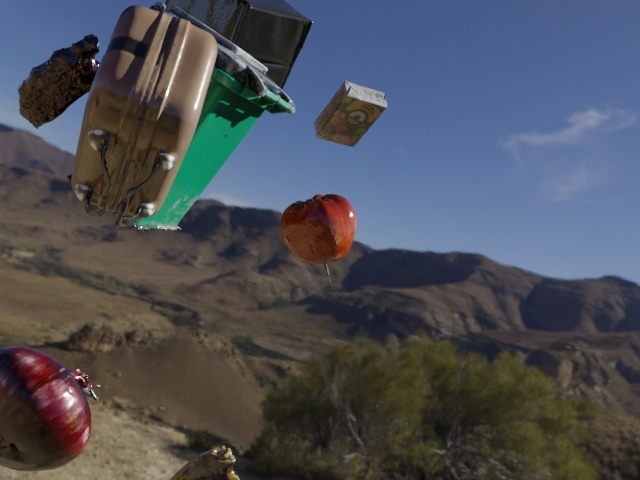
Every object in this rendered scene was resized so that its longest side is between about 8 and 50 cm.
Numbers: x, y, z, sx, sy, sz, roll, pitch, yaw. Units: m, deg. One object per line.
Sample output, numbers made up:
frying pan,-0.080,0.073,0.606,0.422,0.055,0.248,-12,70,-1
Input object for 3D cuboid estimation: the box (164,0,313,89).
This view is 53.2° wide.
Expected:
box,-0.223,-0.517,1.581,0.204,0.251,0.345,-1,40,-42

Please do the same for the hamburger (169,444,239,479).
hamburger,-0.180,0.398,0.913,0.131,0.262,0.124,-7,47,-21

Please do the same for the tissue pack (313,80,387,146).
tissue pack,0.066,-0.283,1.440,0.109,0.060,0.148,11,-36,-27

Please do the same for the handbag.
handbag,-0.268,-0.151,0.928,0.149,0.283,0.302,18,-33,-21

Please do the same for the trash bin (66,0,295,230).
trash bin,-0.270,-0.215,1.232,0.295,0.381,0.259,36,10,13

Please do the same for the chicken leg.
chicken leg,-0.426,-0.253,1.043,0.234,0.063,0.105,-31,-25,21

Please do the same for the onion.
onion,-0.560,0.320,1.286,0.273,0.273,0.285,16,31,29

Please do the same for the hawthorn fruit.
hawthorn fruit,-0.003,-0.014,1.035,0.125,0.140,0.125,2,-19,1
